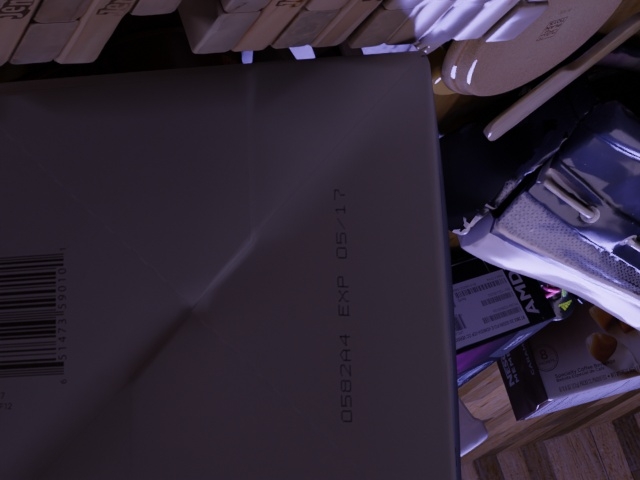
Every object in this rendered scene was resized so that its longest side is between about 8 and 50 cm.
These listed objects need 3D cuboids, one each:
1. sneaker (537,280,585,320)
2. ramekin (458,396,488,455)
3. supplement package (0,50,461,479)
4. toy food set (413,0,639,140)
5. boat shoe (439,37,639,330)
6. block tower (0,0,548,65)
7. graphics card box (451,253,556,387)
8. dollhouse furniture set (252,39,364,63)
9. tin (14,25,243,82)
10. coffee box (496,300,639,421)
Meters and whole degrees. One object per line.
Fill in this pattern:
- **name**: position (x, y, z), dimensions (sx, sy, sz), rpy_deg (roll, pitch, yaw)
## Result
- **sneaker**: position (0.225, 0.035, 1.258), dimensions (0.063, 0.075, 0.170), rpy_deg (-16, 163, -7)
- **ramekin**: position (0.053, 0.241, 1.572), dimensions (0.272, 0.127, 0.273), rpy_deg (-27, 173, -4)
- **supplement package**: position (-0.034, 0.054, 0.629), dimensions (0.198, 0.199, 0.263), rpy_deg (-3, 167, 6)
- **toy food set**: position (0.107, -0.123, 0.695), dimensions (0.132, 0.039, 0.192), rpy_deg (-37, 161, 8)
- **boat shoe**: position (0.249, -0.026, 0.912), dimensions (0.340, 0.127, 0.158), rpy_deg (15, 143, -35)
- **block tower**: position (-0.056, -0.120, 0.442), dimensions (0.335, 0.097, 0.091), rpy_deg (-10, 162, -32)
- **graphics card box**: position (0.008, 0.126, 1.198), dimensions (0.370, 0.094, 0.233), rpy_deg (-17, 161, -36)
- **dollhouse furniture set**: position (-0.007, -0.084, 0.623), dimensions (0.091, 0.081, 0.114), rpy_deg (-25, 162, 23)
- **tin**: position (-0.125, -0.053, 0.683), dimensions (0.189, 0.040, 0.106), rpy_deg (-22, 167, 12)
- **coffee box**: position (0.311, 0.088, 1.408), dimensions (0.246, 0.141, 0.098), rpy_deg (-12, 163, -17)
